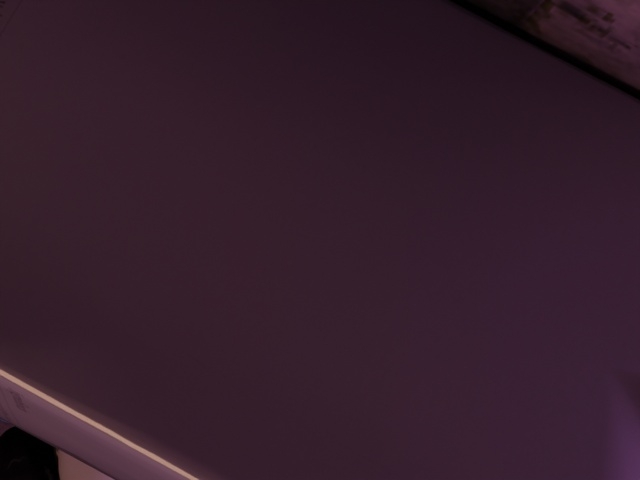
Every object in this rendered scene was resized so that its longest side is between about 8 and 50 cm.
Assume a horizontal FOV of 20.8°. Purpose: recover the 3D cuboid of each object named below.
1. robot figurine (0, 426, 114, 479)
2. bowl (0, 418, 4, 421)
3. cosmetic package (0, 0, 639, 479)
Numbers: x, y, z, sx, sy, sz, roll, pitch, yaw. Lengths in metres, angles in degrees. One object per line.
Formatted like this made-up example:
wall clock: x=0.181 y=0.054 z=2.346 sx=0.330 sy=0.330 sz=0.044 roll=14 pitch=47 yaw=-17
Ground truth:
robot figurine: x=-0.089 y=0.104 z=1.120 sx=0.174 sy=0.209 sz=0.278 roll=27 pitch=-170 yaw=-17
bowl: x=-0.335 y=0.043 z=1.305 sx=0.391 sy=0.077 sz=0.391 roll=21 pitch=176 yaw=2
cosmetic package: x=-0.032 y=-0.001 z=0.697 sx=0.385 sy=0.217 sz=0.156 roll=30 pitch=165 yaw=2
